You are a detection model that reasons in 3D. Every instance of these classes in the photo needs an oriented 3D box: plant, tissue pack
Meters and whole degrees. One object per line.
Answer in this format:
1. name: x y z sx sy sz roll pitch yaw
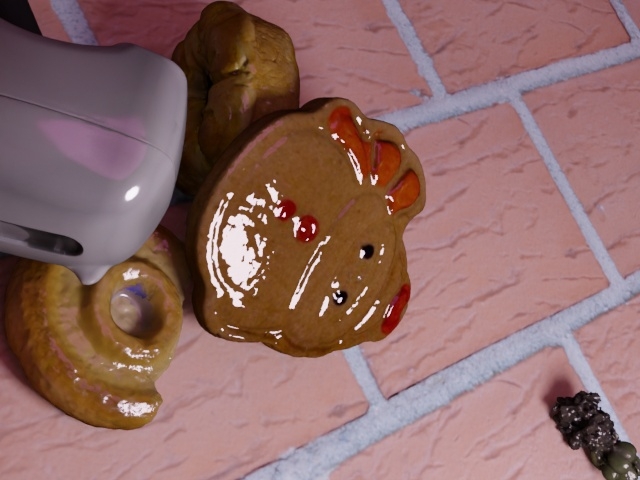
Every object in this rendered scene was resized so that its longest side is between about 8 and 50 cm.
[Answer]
1. plant: 0.416 0.297 1.685 0.085 0.087 0.174 -39 85 -10
2. tissue pack: -0.322 -0.103 1.234 0.333 0.229 0.236 15 68 -6

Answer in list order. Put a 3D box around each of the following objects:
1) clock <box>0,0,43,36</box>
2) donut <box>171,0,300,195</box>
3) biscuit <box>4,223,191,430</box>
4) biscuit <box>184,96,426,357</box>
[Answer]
1. clock: -0.471 -0.248 1.391 0.273 0.049 0.279 -17 76 -37
2. donut: -0.115 -0.184 1.493 0.128 0.208 0.261 12 66 -29
3. biscuit: -0.262 0.080 1.337 0.213 0.091 0.274 20 59 -26
4. biscuit: 0.000 0.000 1.461 0.381 0.074 0.359 40 79 -36
